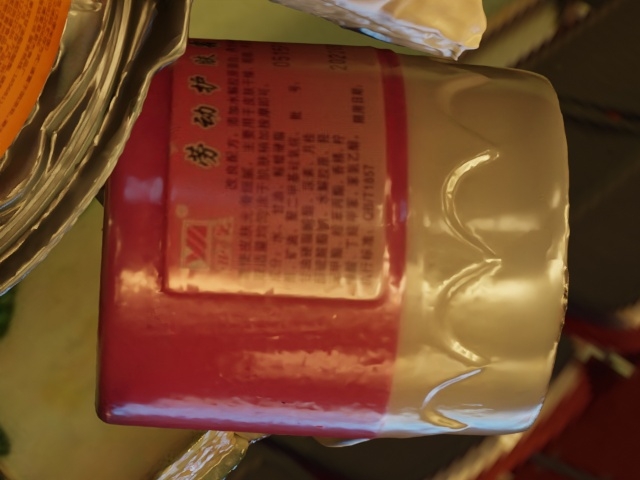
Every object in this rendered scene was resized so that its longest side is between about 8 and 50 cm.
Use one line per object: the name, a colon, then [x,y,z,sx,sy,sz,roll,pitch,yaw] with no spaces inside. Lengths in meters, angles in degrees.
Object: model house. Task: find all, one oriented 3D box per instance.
model house: [-0.148,0.110,1.653,0.298,0.243,0.284,-44,158,-14]

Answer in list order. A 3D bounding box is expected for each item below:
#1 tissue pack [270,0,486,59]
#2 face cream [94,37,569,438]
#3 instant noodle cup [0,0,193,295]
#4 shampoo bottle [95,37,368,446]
tissue pack: [0.007,-0.326,1.222,0.390,0.195,0.375,10,107,-40]
face cream: [0.000,0.000,0.889,0.195,0.175,0.175,2,126,-5]
instant noodle cup: [-0.125,-0.062,0.385,0.208,0.177,0.125,-23,175,3]
shampoo bottle: [-0.062,-0.021,1.216,0.350,0.125,0.084,49,42,-22]
